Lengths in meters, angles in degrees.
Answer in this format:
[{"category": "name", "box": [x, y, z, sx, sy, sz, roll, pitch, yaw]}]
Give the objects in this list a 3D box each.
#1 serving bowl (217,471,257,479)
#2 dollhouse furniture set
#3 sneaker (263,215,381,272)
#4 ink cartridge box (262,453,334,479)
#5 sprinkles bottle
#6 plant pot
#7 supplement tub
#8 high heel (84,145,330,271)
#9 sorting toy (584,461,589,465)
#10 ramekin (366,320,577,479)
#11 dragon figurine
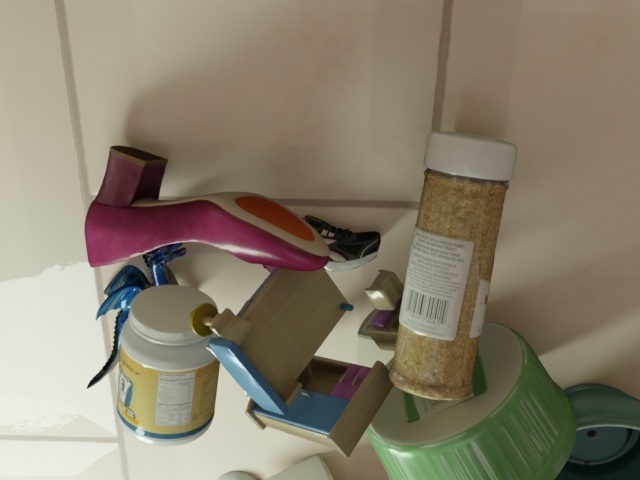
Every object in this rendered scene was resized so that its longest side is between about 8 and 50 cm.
[{"category": "serving bowl", "box": [-0.150, 0.455, 1.762, 0.083, 0.027, 0.083, 1, 124, 2]}, {"category": "dollhouse furniture set", "box": [-0.041, 0.109, 1.391, 0.198, 0.286, 0.303, 6, 141, 47]}, {"category": "sneaker", "box": [0.000, 0.000, 1.425, 0.178, 0.072, 0.077, -8, 113, -1]}, {"category": "ink cartridge box", "box": [-0.029, 0.507, 1.731, 0.160, 0.092, 0.219, -24, 122, -8]}, {"category": "sprinkles bottle", "box": [0.177, 0.033, 1.333, 0.121, 0.121, 0.355, 8, 100, -4]}, {"category": "plant pot", "box": [0.444, 0.353, 1.566, 0.293, 0.196, 0.293, 3, 118, 6]}, {"category": "supplement tub", "box": [-0.217, 0.179, 1.403, 0.144, 0.144, 0.199, 7, 119, -4]}, {"category": "high heel", "box": [-0.159, 0.012, 1.311, 0.377, 0.127, 0.181, 25, 107, 31]}, {"category": "sorting toy", "box": [0.549, 0.450, 1.731, 0.196, 0.047, 0.347, 5, 124, -2]}, {"category": "ramekin", "box": [0.211, 0.259, 1.458, 0.303, 0.303, 0.148, -24, 117, 16]}, {"category": "dragon figurine", "box": [-0.286, 0.094, 1.481, 0.289, 0.085, 0.144, -38, 114, 19]}]
